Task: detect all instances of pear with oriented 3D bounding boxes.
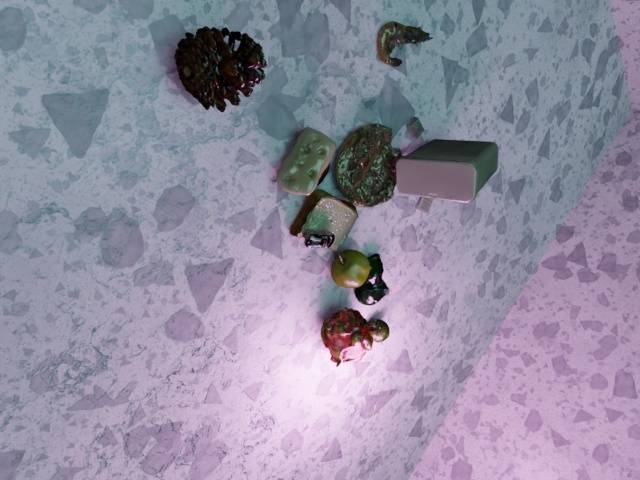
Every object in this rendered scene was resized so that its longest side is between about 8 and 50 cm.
[{"bbox_3d":[0.123,0.120,1.919,0.180,0.166,0.216,-46,145,5],"label":"pear"}]

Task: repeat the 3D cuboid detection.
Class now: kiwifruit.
[{"bbox_3d":[-0.011,-0.273,1.728,0.075,0.075,0.124,33,91,-41],"label":"kiwifruit"}]

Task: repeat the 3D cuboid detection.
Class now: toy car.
[{"bbox_3d":[0.000,0.000,1.759,0.142,0.055,0.069,0,121,-33],"label":"toy car"}]

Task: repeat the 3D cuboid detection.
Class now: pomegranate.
[{"bbox_3d":[0.295,0.478,2.244,0.122,0.122,0.161,-24,148,-28],"label":"pomegranate"}]

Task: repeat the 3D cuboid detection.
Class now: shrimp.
[{"bbox_3d":[0.355,-0.814,1.814,0.296,0.058,0.168,-8,120,-31],"label":"shrimp"}]

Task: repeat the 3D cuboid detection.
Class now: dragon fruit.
[{"bbox_3d":[0.127,0.454,2.027,0.231,0.237,0.302,-23,134,-5],"label":"dragon fruit"}]

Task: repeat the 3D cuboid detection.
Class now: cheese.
[{"bbox_3d":[-0.057,-0.292,1.637,0.159,0.093,0.262,29,87,-8],"label":"cheese"}]

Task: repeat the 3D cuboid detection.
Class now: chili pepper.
[{"bbox_3d":[0.245,0.208,2.087,0.148,0.116,0.264,-11,113,-31],"label":"chili pepper"}]

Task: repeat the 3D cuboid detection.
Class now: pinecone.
[{"bbox_3d":[-0.286,-0.528,1.313,0.292,0.247,0.246,-36,126,-35],"label":"pinecone"}]

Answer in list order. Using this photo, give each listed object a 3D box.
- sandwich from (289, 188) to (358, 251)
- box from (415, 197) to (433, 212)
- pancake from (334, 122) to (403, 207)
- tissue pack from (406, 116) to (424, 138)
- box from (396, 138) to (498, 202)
[{"bbox_3d":[0.020,-0.085,1.814,0.251,0.087,0.226,20,107,-41],"label":"sandwich"},{"bbox_3d":[0.548,-0.228,2.209,0.090,0.024,0.166,20,95,-41],"label":"box"},{"bbox_3d":[0.225,-0.322,1.892,0.383,0.071,0.381,-13,112,-35],"label":"pancake"},{"bbox_3d":[0.441,-0.521,2.003,0.063,0.035,0.083,-51,129,-10],"label":"tissue pack"},{"bbox_3d":[0.572,-0.328,1.929,0.344,0.352,0.177,-37,128,-42],"label":"box"}]
